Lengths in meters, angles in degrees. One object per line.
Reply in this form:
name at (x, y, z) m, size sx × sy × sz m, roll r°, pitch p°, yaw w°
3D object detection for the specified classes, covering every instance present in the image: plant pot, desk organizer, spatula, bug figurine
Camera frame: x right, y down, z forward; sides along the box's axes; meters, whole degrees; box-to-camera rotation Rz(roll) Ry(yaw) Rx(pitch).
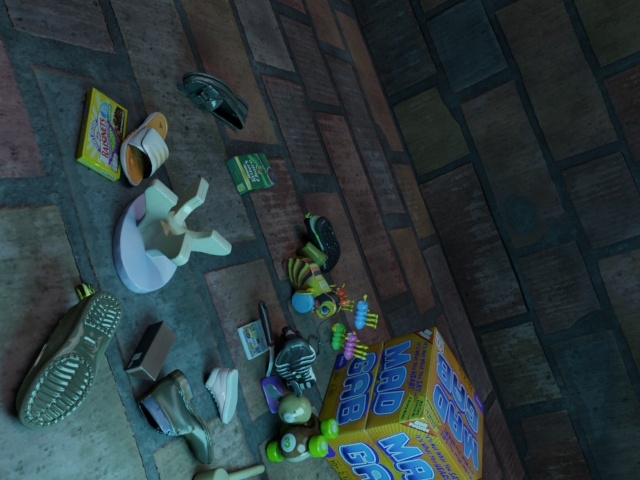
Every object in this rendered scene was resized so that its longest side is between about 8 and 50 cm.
plant pot at (-0.031, 0.048, 2.000) m, size 0.079 × 0.083 × 0.083 m, roll 49°, pitch 31°, yaw -11°
desk organizer at (-0.359, 0.238, 1.304) m, size 0.050 × 0.047 × 0.130 m, roll 55°, pitch 30°, yaw -28°
spatula at (-0.136, 0.309, 1.645) m, size 0.084 × 0.030 × 0.297 m, roll 5°, pitch 76°, yaw -60°
bug figurine at (0.086, 0.255, 1.915) m, size 0.072 × 0.279 × 0.217 m, roll 5°, pitch 95°, yaw -20°

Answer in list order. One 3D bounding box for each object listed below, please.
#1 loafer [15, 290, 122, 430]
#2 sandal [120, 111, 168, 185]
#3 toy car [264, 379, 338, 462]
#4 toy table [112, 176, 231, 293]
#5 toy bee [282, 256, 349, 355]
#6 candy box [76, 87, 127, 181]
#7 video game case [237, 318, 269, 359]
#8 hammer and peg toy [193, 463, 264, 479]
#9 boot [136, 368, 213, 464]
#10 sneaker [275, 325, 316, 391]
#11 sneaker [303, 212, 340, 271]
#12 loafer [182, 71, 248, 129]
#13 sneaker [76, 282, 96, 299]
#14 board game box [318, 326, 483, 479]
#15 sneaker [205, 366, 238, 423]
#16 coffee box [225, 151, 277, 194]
loafer at (-0.456, 0.215, 1.107) m, size 0.102 × 0.092 × 0.269 m, roll 48°, pitch 50°, yaw -30°
sandal at (-0.409, -0.240, 1.497) m, size 0.265 × 0.076 × 0.102 m, roll -78°, pitch 159°, yaw -47°
toy car at (-0.069, 0.442, 1.540) m, size 0.149 × 0.154 × 0.189 m, roll -38°, pitch 110°, yaw -62°
toy table at (-0.343, -0.021, 1.397) m, size 0.252 × 0.160 × 0.275 m, roll 37°, pitch 40°, yaw -45°
toy bee at (0.006, 0.174, 1.879) m, size 0.299 × 0.162 × 0.195 m, roll 61°, pitch 27°, yaw -13°
candy box at (-0.503, -0.246, 1.414) m, size 0.105 × 0.027 × 0.206 m, roll 32°, pitch 44°, yaw -46°
video game case at (-0.173, 0.264, 1.653) m, size 0.122 × 0.011 × 0.087 m, roll -14°, pitch 84°, yaw -62°
hammer and peg toy at (-0.126, 0.648, 1.336) m, size 0.266 × 0.127 × 0.362 m, roll -7°, pitch 77°, yaw -62°
boot at (-0.305, 0.393, 1.287) m, size 0.106 × 0.082 × 0.219 m, roll -26°, pitch 99°, yaw -41°
sneaker at (-0.081, 0.288, 1.652) m, size 0.281 × 0.106 × 0.163 m, roll 89°, pitch -14°, yaw -55°
sneaker at (0.000, 0.000, 2.072) m, size 0.084 × 0.097 × 0.235 m, roll -43°, pitch 136°, yaw -35°
loafer at (-0.303, -0.413, 1.824) m, size 0.267 × 0.096 × 0.084 m, roll 22°, pitch 58°, yaw -57°
sneaker at (-0.457, 0.122, 1.228) m, size 0.035 × 0.031 × 0.083 m, roll -23°, pitch 91°, yaw -63°
board game box at (0.249, 0.545, 1.834) m, size 0.356 × 0.356 × 0.357 m, roll 56°, pitch 30°, yaw -22°
sneaker at (-0.236, 0.361, 1.443) m, size 0.051 × 0.070 × 0.135 m, roll -25°, pitch 122°, yaw -71°
coffee box at (-0.210, -0.210, 1.893) m, size 0.184 × 0.040 × 0.113 m, roll -23°, pitch 91°, yaw -63°
